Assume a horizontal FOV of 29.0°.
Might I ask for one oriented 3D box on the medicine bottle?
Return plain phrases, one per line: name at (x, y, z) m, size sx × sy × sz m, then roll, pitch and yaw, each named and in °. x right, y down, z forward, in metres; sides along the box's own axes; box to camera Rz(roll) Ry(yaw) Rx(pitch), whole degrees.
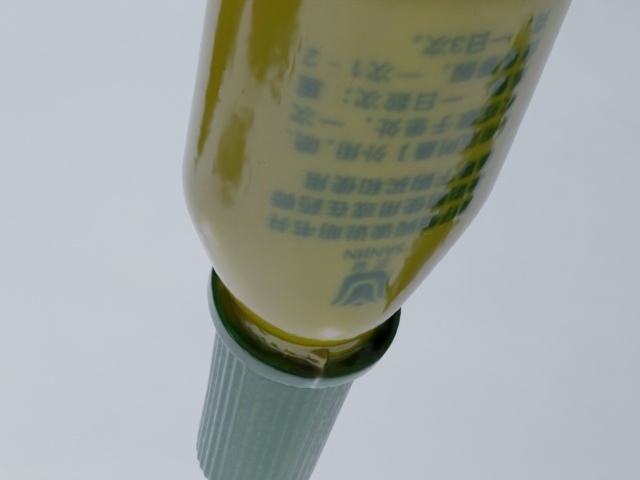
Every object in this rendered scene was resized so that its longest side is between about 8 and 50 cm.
medicine bottle at (0.000, 0.000, 0.441) m, size 0.111 × 0.309 × 0.076 m, roll -1°, pitch -132°, yaw -17°
